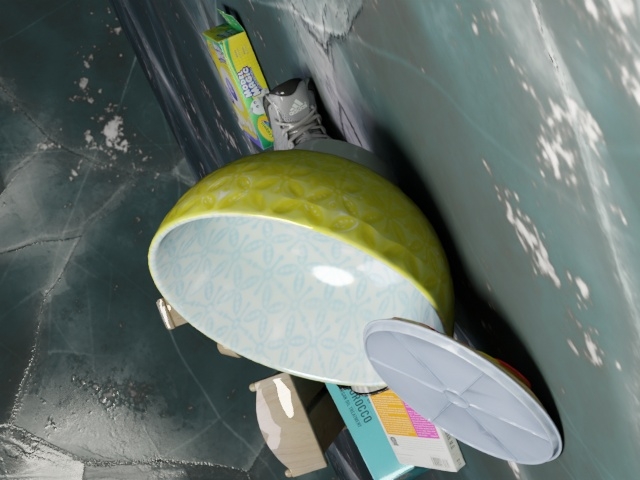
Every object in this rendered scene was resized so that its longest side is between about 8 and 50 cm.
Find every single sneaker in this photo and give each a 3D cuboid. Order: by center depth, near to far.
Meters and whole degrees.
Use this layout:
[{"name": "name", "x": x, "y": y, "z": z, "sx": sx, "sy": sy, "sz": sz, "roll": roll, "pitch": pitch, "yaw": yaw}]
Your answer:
[{"name": "sneaker", "x": -0.016, "y": -0.100, "z": 1.451, "sx": 0.228, "sy": 0.086, "sz": 0.132, "roll": -126, "pitch": 16, "yaw": -56}]

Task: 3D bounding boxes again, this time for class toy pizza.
[{"name": "toy pizza", "x": 0.126, "y": 0.127, "z": 1.198, "sx": 0.201, "sy": 0.032, "sz": 0.201, "roll": 30, "pitch": 158, "yaw": 14}]

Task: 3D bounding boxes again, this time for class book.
[{"name": "book", "x": 0.110, "y": 0.208, "z": 1.634, "sx": 0.096, "sy": 0.035, "sz": 0.144, "roll": 0, "pitch": 118, "yaw": 49}]

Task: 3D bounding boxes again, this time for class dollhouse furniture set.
[{"name": "dollhouse furniture set", "x": -0.068, "y": 0.206, "z": 1.931, "sx": 0.355, "sy": 0.174, "sz": 0.303, "roll": 68, "pitch": -163, "yaw": -3}]

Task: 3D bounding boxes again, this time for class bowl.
[{"name": "bowl", "x": 0.000, "y": 0.000, "z": 1.280, "sx": 0.289, "sy": 0.290, "sz": 0.156, "roll": 77, "pitch": -153, "yaw": -55}]

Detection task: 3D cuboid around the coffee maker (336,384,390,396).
[{"name": "coffee maker", "x": 0.038, "y": 0.068, "z": 1.572, "sx": 0.171, "sy": 0.120, "sz": 0.178, "roll": -78, "pitch": -30, "yaw": -64}]

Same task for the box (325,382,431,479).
[{"name": "box", "x": 0.061, "y": 0.212, "z": 1.843, "sx": 0.244, "sy": 0.060, "sz": 0.100, "roll": 63, "pitch": -166, "yaw": 18}]

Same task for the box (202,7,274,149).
[{"name": "box", "x": -0.103, "y": -0.214, "z": 1.787, "sx": 0.105, "sy": 0.043, "sz": 0.179, "roll": -138, "pitch": 25, "yaw": -68}]
